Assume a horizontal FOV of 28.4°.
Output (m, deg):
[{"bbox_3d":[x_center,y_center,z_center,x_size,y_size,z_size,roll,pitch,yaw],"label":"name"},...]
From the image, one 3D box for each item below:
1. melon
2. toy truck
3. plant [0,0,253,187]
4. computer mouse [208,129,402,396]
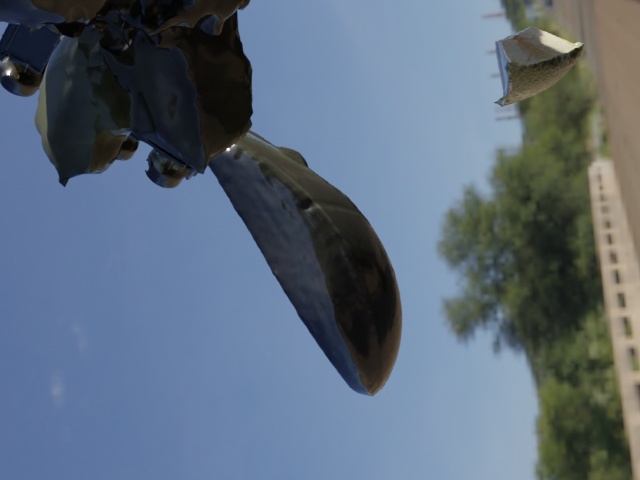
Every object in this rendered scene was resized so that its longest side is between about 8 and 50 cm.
[{"bbox_3d":[0.291,-0.248,1.726,0.202,0.139,0.093,-19,-90,-83],"label":"melon"},{"bbox_3d":[-0.218,-0.181,1.377,0.127,0.257,0.127,-50,17,38],"label":"toy truck"},{"bbox_3d":[-0.105,-0.187,0.607,0.312,0.213,0.215,73,175,-48],"label":"plant"},{"bbox_3d":[0.000,0.000,1.076,0.270,0.086,0.137,57,-174,9],"label":"computer mouse"}]
